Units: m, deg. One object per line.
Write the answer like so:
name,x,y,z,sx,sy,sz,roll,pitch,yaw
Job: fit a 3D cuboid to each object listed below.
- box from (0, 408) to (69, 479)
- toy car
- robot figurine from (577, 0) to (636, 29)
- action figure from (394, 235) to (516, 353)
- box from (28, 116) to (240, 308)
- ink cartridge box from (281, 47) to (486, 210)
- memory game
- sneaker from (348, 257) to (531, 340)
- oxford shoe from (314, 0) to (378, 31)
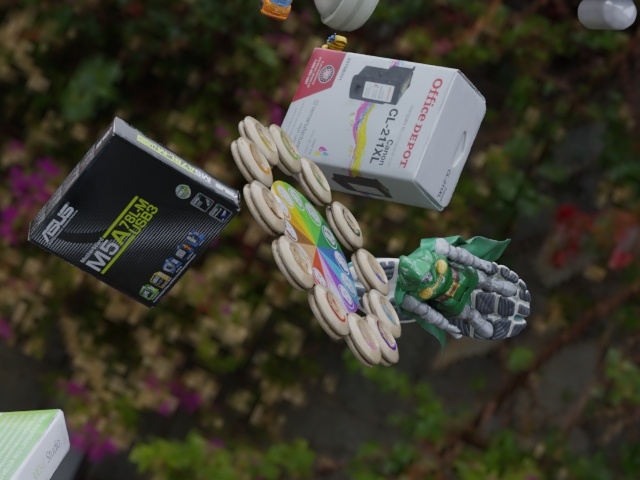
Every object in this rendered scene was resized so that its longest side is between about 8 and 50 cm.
box,-0.460,0.267,2.168,0.322,0.058,0.232,-6,21,15
toy car,-0.016,-0.266,2.269,0.122,0.060,0.040,28,-36,-17
robot figurine,0.388,-0.400,2.425,0.200,0.300,0.353,14,2,-9
action figure,0.125,0.045,1.930,0.063,0.137,0.232,27,2,26
box,-0.223,-0.030,2.384,0.184,0.190,0.045,31,28,-24
ink cartridge box,0.058,-0.112,1.969,0.175,0.127,0.072,12,-18,34
memory game,0.000,0.000,1.272,0.186,0.012,0.186,52,17,-24
sneaker,0.154,0.065,2.658,0.275,0.107,0.110,12,3,-21
oxford shoe,0.003,-0.393,1.710,0.130,0.449,0.169,6,-16,-22
